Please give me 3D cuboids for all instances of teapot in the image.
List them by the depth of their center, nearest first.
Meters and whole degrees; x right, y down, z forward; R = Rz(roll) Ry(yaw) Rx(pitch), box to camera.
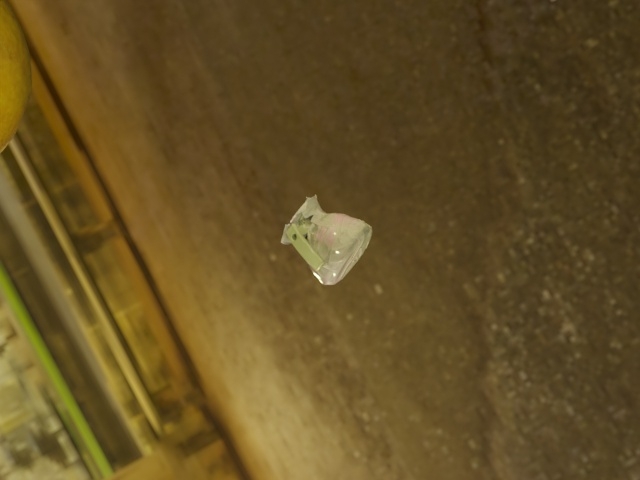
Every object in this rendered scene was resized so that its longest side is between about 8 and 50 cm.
[{"bbox_3d":[0.000,0.000,1.205,0.064,0.064,0.083,37,-155,11],"label":"teapot"}]

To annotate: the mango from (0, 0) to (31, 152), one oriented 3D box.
[{"bbox_3d":[-0.336,-0.119,1.181,0.167,0.130,0.262,27,131,-10],"label":"mango"}]
